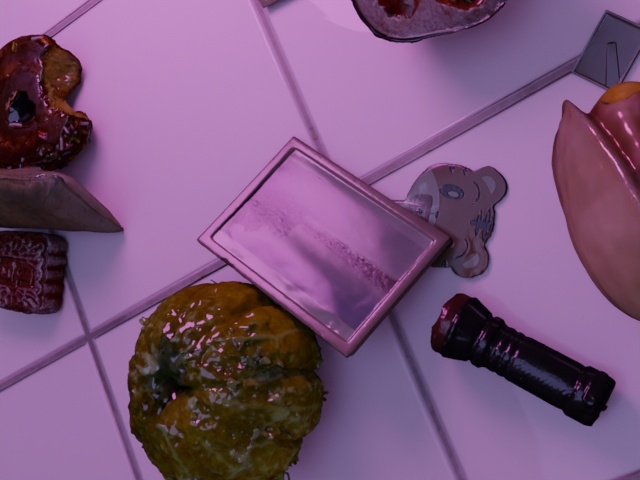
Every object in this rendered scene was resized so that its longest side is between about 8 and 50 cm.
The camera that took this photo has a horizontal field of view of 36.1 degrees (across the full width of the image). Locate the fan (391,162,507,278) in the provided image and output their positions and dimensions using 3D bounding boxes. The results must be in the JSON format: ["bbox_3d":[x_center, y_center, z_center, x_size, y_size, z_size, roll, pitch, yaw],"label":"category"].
[{"bbox_3d":[0.136,-0.041,1.342,0.226,0.008,0.153,13,93,27],"label":"fan"}]

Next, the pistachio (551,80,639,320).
[{"bbox_3d":[0.381,-0.044,1.098,0.229,0.230,0.309,-26,67,23],"label":"pistachio"}]

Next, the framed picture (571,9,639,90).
[{"bbox_3d":[0.365,-0.237,1.237,0.066,0.006,0.089,32,102,24],"label":"framed picture"}]

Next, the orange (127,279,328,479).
[{"bbox_3d":[-0.147,0.204,1.358,0.300,0.223,0.301,34,103,30],"label":"orange"}]

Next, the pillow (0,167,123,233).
[{"bbox_3d":[-0.478,-0.065,1.562,0.302,0.185,0.075,5,69,27],"label":"pillow"}]

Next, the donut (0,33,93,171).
[{"bbox_3d":[-0.464,-0.210,1.607,0.216,0.096,0.230,-38,72,22],"label":"donut"}]

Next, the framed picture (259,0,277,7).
[{"bbox_3d":[-0.034,-0.442,1.404,0.203,0.015,0.150,-21,108,24],"label":"framed picture"}]

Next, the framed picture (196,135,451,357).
[{"bbox_3d":[0.000,0.000,1.342,0.289,0.016,0.213,36,75,27],"label":"framed picture"}]

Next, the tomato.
[{"bbox_3d":[0.146,-0.354,1.270,0.214,0.155,0.181,-2,106,13],"label":"tomato"}]

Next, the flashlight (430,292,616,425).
[{"bbox_3d":[0.253,0.152,1.236,0.232,0.093,0.093,28,100,19],"label":"flashlight"}]

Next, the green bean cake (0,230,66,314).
[{"bbox_3d":[-0.489,0.052,1.628,0.135,0.056,0.136,4,89,26],"label":"green bean cake"}]
